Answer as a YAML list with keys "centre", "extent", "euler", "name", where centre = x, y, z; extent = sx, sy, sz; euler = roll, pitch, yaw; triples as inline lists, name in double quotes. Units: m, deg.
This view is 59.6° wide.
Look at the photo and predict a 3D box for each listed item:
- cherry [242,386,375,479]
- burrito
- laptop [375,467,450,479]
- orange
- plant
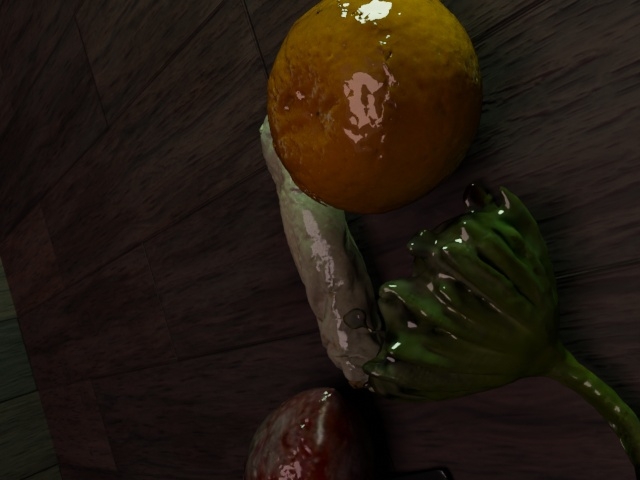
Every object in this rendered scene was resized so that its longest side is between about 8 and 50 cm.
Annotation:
- centre: [-0.014, 0.296, 0.729]
  extent: [0.175, 0.192, 0.249]
  euler: [15, 108, 5]
  name: "cherry"
- centre: [0.000, 0.000, 0.715]
  extent: [0.117, 0.076, 0.391]
  euler: [-27, 79, 66]
  name: "burrito"
- centre: [0.151, 0.386, 0.704]
  extent: [0.135, 0.016, 0.197]
  euler: [-33, 77, 43]
  name: "laptop"
- centre: [0.050, -0.134, 0.545]
  extent: [0.219, 0.193, 0.219]
  euler: [-6, 82, 41]
  name: "orange"
- centre: [0.205, 0.099, 0.544]
  extent: [0.334, 0.180, 0.251]
  euler: [26, 116, 1]
  name: "plant"
